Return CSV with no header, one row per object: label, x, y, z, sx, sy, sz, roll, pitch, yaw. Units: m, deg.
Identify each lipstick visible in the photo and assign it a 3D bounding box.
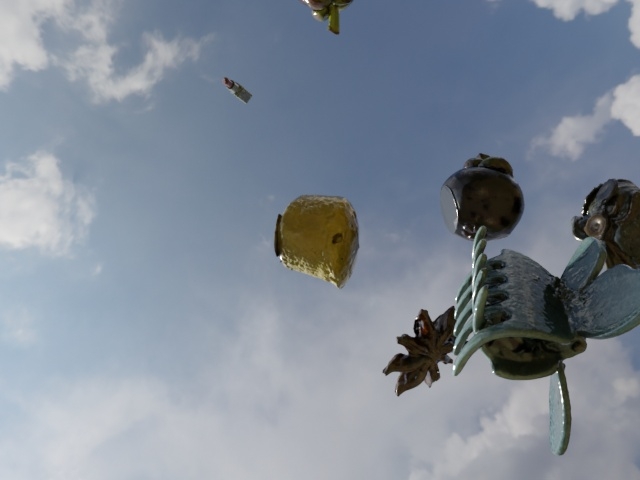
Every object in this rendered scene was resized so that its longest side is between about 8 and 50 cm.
lipstick,-0.213,-0.379,1.277,0.030,0.129,0.030,38,-83,15

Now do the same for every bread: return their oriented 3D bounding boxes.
bread,0.002,-0.002,1.101,0.170,0.197,0.197,9,-78,12

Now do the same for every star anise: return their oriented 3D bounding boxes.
star anise,0.280,0.292,1.345,0.288,0.088,0.288,-12,-61,-23

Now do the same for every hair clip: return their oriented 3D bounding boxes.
hair clip,0.390,0.135,0.968,0.238,0.318,0.392,15,-59,7

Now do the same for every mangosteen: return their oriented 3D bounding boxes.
mangosteen,0.502,-0.139,1.622,0.233,0.287,0.288,-15,-70,4
mangosteen,0.016,-0.551,1.098,0.155,0.146,0.181,-27,-96,-29

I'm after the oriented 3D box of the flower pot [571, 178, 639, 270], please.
flower pot,0.885,-0.034,1.504,0.301,0.302,0.213,33,-63,-25
